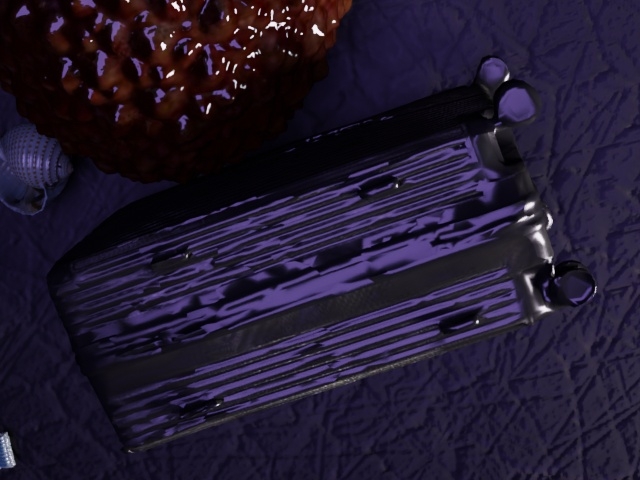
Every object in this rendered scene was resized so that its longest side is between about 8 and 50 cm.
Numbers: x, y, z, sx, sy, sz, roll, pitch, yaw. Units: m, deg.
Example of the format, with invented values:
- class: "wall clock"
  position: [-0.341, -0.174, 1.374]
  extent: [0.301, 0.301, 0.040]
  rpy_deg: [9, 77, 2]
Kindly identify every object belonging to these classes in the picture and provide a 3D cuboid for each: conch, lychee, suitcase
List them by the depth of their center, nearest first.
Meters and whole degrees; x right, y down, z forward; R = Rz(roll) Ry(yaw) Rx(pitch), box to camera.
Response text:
- class: "lychee"
  position: [-0.107, -0.186, 0.728]
  extent: [0.264, 0.264, 0.300]
  rpy_deg: [0, 104, 7]
- class: "suitcase"
  position: [0.000, 0.000, 0.756]
  extent: [0.335, 0.229, 0.152]
  rpy_deg: [-19, 101, 9]
- class: "conch"
  position: [-0.236, -0.062, 0.867]
  extent: [0.085, 0.056, 0.076]
  rpy_deg: [25, 123, 32]

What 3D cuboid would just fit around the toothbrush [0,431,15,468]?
- class: "toothbrush"
  position: [-0.299, 0.073, 0.915]
  extent: [0.026, 0.022, 0.263]
  rpy_deg: [-5, 100, 22]
